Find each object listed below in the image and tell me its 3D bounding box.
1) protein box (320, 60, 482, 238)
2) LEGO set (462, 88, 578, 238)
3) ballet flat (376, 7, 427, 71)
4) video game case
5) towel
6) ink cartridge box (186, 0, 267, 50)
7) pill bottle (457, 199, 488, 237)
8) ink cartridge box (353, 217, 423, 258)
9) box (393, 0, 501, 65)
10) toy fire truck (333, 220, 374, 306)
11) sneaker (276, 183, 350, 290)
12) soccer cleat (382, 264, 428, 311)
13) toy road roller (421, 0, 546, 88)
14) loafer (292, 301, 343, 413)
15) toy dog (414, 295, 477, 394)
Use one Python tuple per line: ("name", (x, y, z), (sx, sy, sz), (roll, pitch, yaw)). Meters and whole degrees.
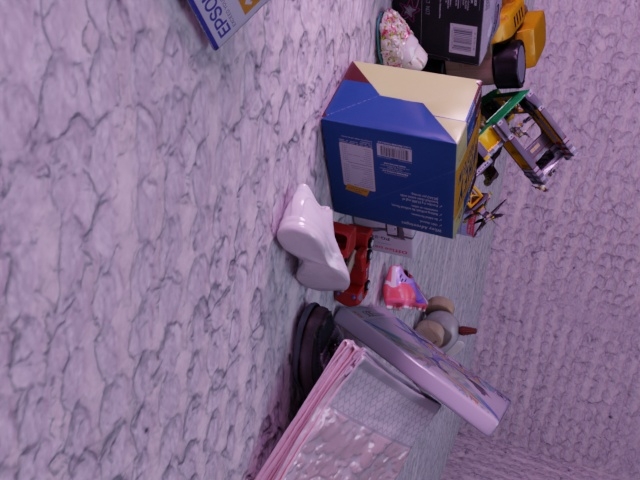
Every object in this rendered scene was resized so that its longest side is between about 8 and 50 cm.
("protein box", (0.124, -0.134, 1.151), (0.201, 0.200, 0.136), (80, 29, -51))
("LEGO set", (0.348, -0.146, 1.554), (0.331, 0.192, 0.255), (-46, -165, -14))
("ballet flat", (0.146, -0.288, 1.306), (0.241, 0.077, 0.091), (75, 34, -54))
("video game case", (0.200, 0.228, 1.438), (0.036, 0.329, 0.300), (-56, 163, 7))
("towel", (0.045, 0.346, 1.233), (0.317, 0.053, 0.332), (-57, 140, -6))
("ink cartridge box", (-0.042, -0.375, 0.635), (0.330, 0.071, 0.324), (-44, 154, -8))
("pill bottle", (0.294, -0.063, 1.759), (0.087, 0.160, 0.087), (12, 90, -72))
("ink cartridge box", (0.117, -0.044, 1.333), (0.150, 0.109, 0.063), (80, 28, -49))
("box", (0.217, -0.440, 1.273), (0.247, 0.163, 0.142), (83, 28, -46))
("toy fire truck", (0.044, 0.040, 1.275), (0.135, 0.047, 0.192), (-49, 148, -54))
("sneaker", (0.000, 0.000, 1.088), (0.212, 0.080, 0.094), (67, 28, -58))
("soccer cleat", (0.191, 0.109, 1.712), (0.248, 0.083, 0.095), (18, 74, -72))
("toy road roller", (0.326, -0.450, 1.551), (0.329, 0.203, 0.240), (-51, 137, -52))
("loafer", (0.018, 0.229, 1.245), (0.109, 0.095, 0.302), (-52, 150, -48))
("toy dog", (0.359, 0.313, 2.202), (0.333, 0.161, 0.220), (73, 35, -56))
